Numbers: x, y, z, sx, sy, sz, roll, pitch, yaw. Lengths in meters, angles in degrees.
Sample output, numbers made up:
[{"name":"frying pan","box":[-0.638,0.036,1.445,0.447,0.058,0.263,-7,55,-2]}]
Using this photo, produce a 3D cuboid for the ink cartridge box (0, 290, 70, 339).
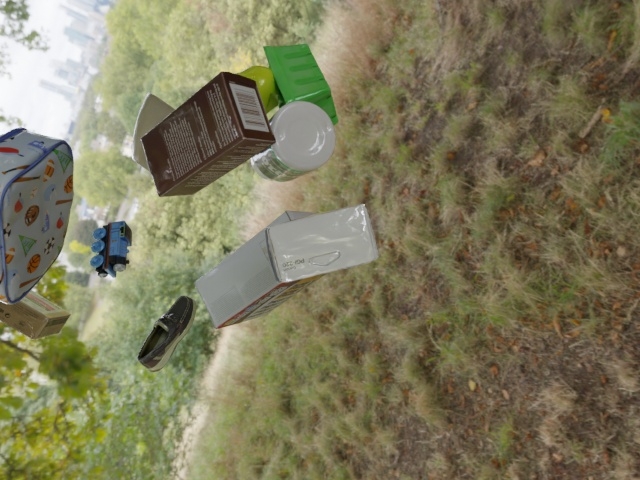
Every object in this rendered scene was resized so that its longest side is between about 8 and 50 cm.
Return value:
[{"name":"ink cartridge box","box":[-1.024,0.239,1.580,0.088,0.235,0.193,-58,5,-7]}]

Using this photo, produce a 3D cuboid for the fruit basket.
[{"name":"fruit basket","box":[-0.161,-0.526,1.667,0.392,0.283,0.392,-6,58,10]}]

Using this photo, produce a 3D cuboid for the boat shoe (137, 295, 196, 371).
[{"name":"boat shoe","box":[-0.415,0.242,1.236,0.080,0.073,0.223,9,58,26]}]

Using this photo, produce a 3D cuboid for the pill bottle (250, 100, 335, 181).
[{"name":"pill bottle","box":[-0.106,-0.298,1.462,0.361,0.204,0.204,179,105,-70]}]

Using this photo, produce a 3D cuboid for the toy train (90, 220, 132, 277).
[{"name":"toy train","box":[-0.639,0.027,1.402,0.080,0.105,0.184,82,177,-59]}]

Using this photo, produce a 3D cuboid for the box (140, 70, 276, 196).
[{"name":"box","box":[-0.321,-0.278,1.271,0.381,0.143,0.191,-22,84,33]}]

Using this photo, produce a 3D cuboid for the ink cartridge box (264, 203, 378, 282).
[{"name":"ink cartridge box","box":[0.000,0.000,0.768,0.218,0.159,0.092,-103,0,-85]}]

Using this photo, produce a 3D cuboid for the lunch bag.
[{"name":"lunch bag","box":[-0.558,-0.046,0.826,0.243,0.115,0.303,-82,11,-54]}]

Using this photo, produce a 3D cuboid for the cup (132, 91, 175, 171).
[{"name":"cup","box":[-0.567,-0.355,1.722,0.237,0.331,0.331,-55,33,0]}]

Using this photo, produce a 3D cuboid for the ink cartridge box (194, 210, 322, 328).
[{"name":"ink cartridge box","box":[-0.090,0.066,1.101,0.309,0.272,0.130,-36,75,25]}]
